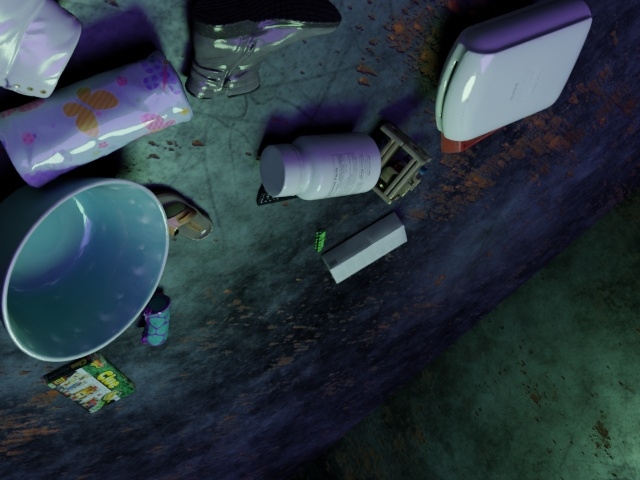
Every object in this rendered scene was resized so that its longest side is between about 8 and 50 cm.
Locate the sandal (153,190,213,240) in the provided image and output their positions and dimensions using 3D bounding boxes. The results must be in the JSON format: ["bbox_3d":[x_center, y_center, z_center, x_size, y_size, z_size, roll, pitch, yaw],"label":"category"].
[{"bbox_3d":[-0.286,-0.035,1.162,0.090,0.060,0.219,-38,150,9],"label":"sandal"}]

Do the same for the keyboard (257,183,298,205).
[{"bbox_3d":[-0.044,-0.119,1.298,0.192,0.038,0.100,-16,146,-29],"label":"keyboard"}]

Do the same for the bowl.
[{"bbox_3d":[-0.417,0.021,0.951,0.311,0.163,0.311,-46,150,-37],"label":"bowl"}]

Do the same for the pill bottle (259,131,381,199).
[{"bbox_3d":[-0.001,-0.151,1.195,0.229,0.131,0.131,-11,144,-34],"label":"pill bottle"}]

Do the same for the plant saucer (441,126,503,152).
[{"bbox_3d":[0.410,-0.335,1.409,0.258,0.048,0.259,-31,151,-4],"label":"plant saucer"}]

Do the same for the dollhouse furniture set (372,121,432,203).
[{"bbox_3d":[0.179,-0.189,1.355,0.129,0.129,0.183,-51,170,28],"label":"dollhouse furniture set"}]

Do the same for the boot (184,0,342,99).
[{"bbox_3d":[-0.097,-0.310,0.938,0.246,0.083,0.161,-13,152,-22],"label":"boot"}]

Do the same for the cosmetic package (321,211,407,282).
[{"bbox_3d":[0.125,0.021,1.645,0.239,0.060,0.099,-31,149,-3],"label":"cosmetic package"}]

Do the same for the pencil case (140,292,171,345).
[{"bbox_3d":[-0.393,0.188,1.387,0.070,0.064,0.152,-32,155,-36],"label":"pencil case"}]

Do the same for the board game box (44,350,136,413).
[{"bbox_3d":[-0.585,0.371,1.510,0.136,0.030,0.260,-29,151,-12],"label":"board game box"}]

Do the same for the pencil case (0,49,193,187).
[{"bbox_3d":[-0.326,-0.178,0.855,0.273,0.113,0.124,-27,-178,-10],"label":"pencil case"}]

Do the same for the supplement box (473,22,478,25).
[{"bbox_3d":[0.323,-0.403,1.224,0.055,0.043,0.083,1,137,-46],"label":"supplement box"}]

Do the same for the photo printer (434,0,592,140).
[{"bbox_3d":[0.379,-0.346,1.207,0.307,0.107,0.256,-23,150,-16],"label":"photo printer"}]

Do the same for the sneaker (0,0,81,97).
[{"bbox_3d":[-0.431,-0.202,0.727,0.292,0.108,0.169,-40,147,10],"label":"sneaker"}]

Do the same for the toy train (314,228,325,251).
[{"bbox_3d":[0.000,0.000,1.538,0.023,0.017,0.083,-31,152,-25],"label":"toy train"}]
